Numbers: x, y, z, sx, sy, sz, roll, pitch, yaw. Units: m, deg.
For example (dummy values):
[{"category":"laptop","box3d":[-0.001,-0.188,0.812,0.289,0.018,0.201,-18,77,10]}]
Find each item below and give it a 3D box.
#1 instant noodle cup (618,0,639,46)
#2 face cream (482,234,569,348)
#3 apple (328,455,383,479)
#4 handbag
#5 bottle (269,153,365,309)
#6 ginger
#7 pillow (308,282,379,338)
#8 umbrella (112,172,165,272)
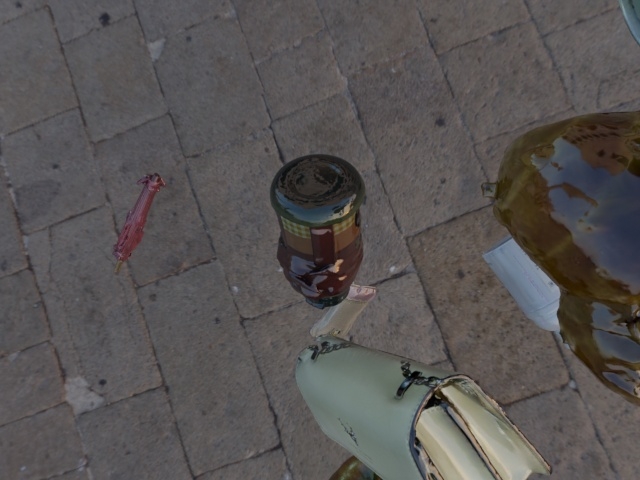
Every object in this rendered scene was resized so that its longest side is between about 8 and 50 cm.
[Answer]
[{"category":"instant noodle cup","box3d":[0.703,-0.464,0.843,0.214,0.296,0.296,-30,82,22]},{"category":"face cream","box3d":[0.612,0.153,1.281,0.145,0.145,0.370,-34,82,1]},{"category":"apple","box3d":[0.192,0.779,1.304,0.384,0.374,0.374,-34,82,-8]},{"category":"handbag","box3d":[0.116,0.272,0.708,0.160,0.358,0.237,-41,104,-21]},{"category":"bottle","box3d":[0.000,0.000,0.740,0.143,0.271,0.156,21,55,21]},{"category":"ginger","box3d":[0.327,-0.009,0.341,0.357,0.152,0.274,-19,78,20]},{"category":"pillow","box3d":[0.061,0.199,1.279,0.233,0.130,0.038,-59,37,31]},{"category":"umbrella","box3d":[-0.215,-0.017,0.539,0.027,0.025,0.165,32,125,-10]}]
